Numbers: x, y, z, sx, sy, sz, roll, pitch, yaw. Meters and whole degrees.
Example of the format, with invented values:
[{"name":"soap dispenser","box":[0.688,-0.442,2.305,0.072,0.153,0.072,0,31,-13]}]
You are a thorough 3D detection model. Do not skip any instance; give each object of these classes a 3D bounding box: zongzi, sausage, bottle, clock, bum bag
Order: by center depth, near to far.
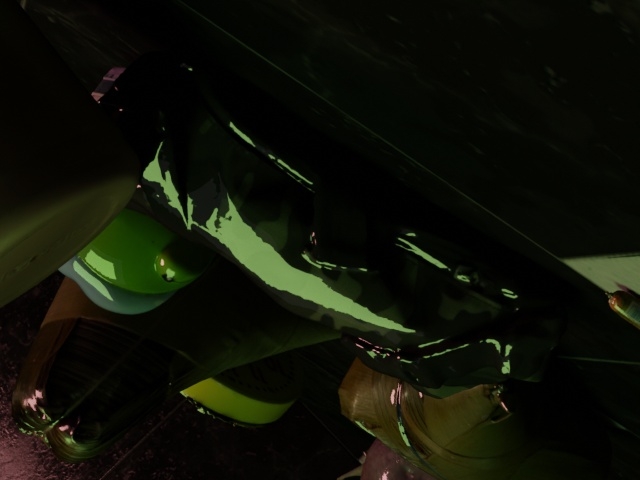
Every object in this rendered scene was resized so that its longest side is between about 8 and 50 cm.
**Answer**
[{"name":"sausage","box":[0.205,0.057,0.862,0.100,0.015,0.015,33,171,-7]},{"name":"bottle","box":[-0.259,-0.103,0.922,0.297,0.173,0.206,50,-175,5]},{"name":"bum bag","box":[0.000,0.000,0.972,0.340,0.095,0.144,31,143,-2]},{"name":"zongzi","box":[0.173,0.156,1.190,0.260,0.123,0.289,31,168,-20]},{"name":"zongzi","box":[-0.115,0.120,1.456,0.317,0.289,0.154,30,151,-16]},{"name":"clock","box":[-0.128,0.079,1.662,0.277,0.071,0.293,26,-155,-40]}]

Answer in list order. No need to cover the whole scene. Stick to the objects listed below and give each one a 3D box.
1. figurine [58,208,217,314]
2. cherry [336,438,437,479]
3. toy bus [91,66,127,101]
[{"name":"figurine","box":[-0.162,-0.034,1.258,0.162,0.143,0.263,43,-175,-16]},{"name":"cherry","box":[0.145,0.315,1.906,0.266,0.183,0.213,10,179,8]},{"name":"toy bus","box":[-0.114,-0.080,1.056,0.102,0.058,0.052,32,172,-33]}]
